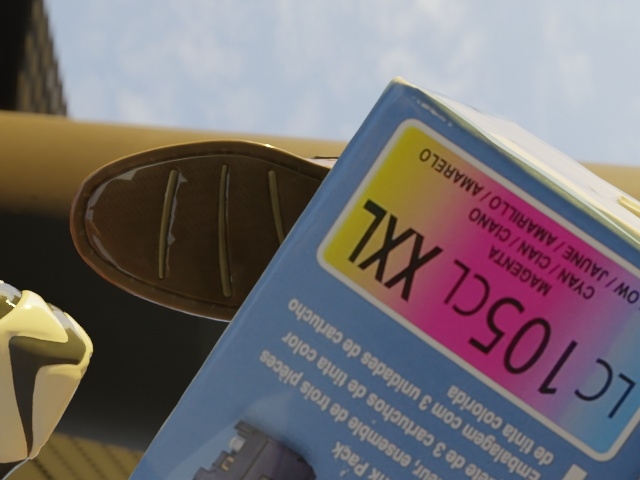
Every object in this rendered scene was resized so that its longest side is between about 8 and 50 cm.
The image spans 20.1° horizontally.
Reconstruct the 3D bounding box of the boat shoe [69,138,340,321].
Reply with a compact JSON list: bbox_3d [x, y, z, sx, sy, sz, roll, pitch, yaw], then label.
[{"bbox_3d":[0.000,0.000,1.120,0.104,0.307,0.110,139,133,-82],"label":"boat shoe"}]

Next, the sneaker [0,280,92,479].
[{"bbox_3d":[-0.222,0.103,0.800,0.153,0.094,0.235,32,-97,-10],"label":"sneaker"}]

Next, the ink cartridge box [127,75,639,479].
[{"bbox_3d":[0.004,0.145,0.716,0.395,0.151,0.270,-58,-12,8],"label":"ink cartridge box"}]
